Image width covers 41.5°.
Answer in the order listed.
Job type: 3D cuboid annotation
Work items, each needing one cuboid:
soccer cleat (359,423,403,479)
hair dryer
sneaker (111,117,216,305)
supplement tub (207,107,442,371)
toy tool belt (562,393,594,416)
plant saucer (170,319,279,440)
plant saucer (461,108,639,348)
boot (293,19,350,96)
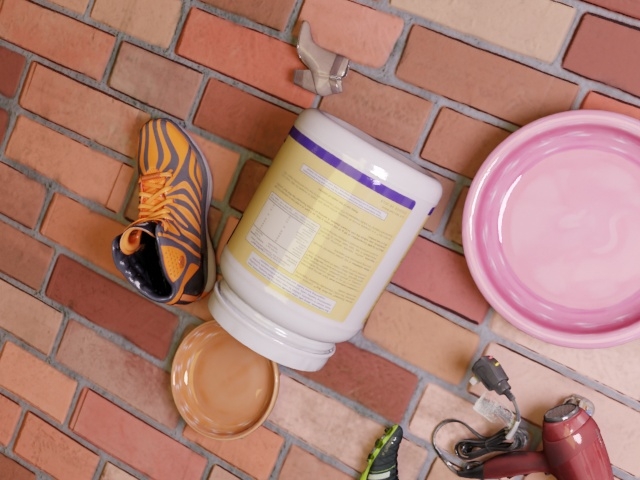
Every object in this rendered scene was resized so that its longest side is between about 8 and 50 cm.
[{"bbox_3d":[0.099,0.369,1.317,0.072,0.060,0.179,25,105,8],"label":"soccer cleat"},{"bbox_3d":[0.313,0.309,1.212,0.293,0.080,0.223,39,135,26],"label":"hair dryer"},{"bbox_3d":[-0.259,-0.052,1.372,0.125,0.180,0.321,-15,85,19],"label":"sneaker"},{"bbox_3d":[0.000,0.000,1.248,0.241,0.241,0.331,34,101,16],"label":"supplement tub"},{"bbox_3d":[0.366,0.266,1.218,0.052,0.051,0.083,17,96,19],"label":"toy tool belt"},{"bbox_3d":[-0.155,0.229,1.404,0.200,0.037,0.200,-3,82,22],"label":"plant saucer"},{"bbox_3d":[0.371,-0.016,1.199,0.332,0.084,0.332,0,90,19],"label":"plant saucer"},{"bbox_3d":[0.004,-0.291,1.354,0.087,0.042,0.118,8,94,13],"label":"boot"}]
